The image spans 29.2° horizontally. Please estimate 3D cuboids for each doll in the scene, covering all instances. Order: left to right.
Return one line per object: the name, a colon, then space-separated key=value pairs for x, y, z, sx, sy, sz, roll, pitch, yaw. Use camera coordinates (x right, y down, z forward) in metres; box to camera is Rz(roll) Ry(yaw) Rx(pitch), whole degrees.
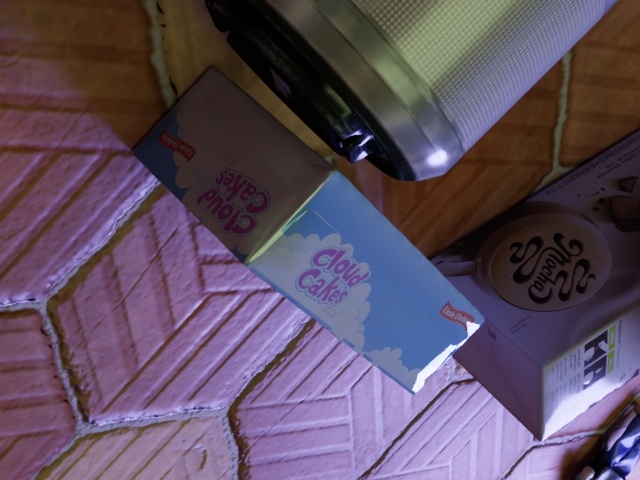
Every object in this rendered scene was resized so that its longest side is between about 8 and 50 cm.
doll: x=0.373 y=0.300 z=1.591 sx=0.189 sy=0.046 sz=0.129 roll=-51 pitch=140 yaw=5

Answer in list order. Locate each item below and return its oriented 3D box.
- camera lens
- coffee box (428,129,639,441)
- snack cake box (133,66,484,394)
camera lens: x=0.072 y=-0.190 z=0.758 sx=0.274 sy=0.219 sz=0.219 roll=-44 pitch=141 yaw=-2
coffee box: x=0.268 y=0.032 z=1.169 sx=0.297 sy=0.168 sz=0.119 roll=-30 pitch=139 yaw=-18
snack cake box: x=0.000 y=0.000 z=0.913 sx=0.089 sy=0.152 sz=0.264 roll=-47 pitch=141 yaw=2
